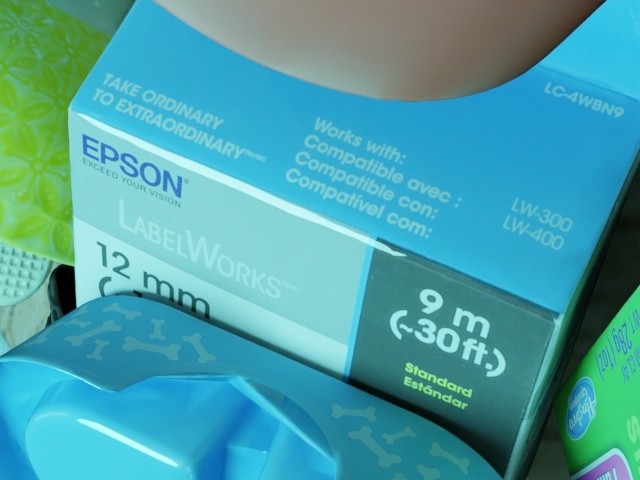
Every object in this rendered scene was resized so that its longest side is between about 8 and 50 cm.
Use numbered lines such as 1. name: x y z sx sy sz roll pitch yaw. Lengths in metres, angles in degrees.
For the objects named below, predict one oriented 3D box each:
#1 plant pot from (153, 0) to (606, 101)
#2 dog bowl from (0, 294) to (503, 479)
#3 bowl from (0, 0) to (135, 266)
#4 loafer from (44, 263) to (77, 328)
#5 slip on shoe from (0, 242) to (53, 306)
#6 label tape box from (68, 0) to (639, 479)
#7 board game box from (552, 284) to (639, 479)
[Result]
1. plant pot: 0.056 -0.208 0.340 0.243 0.275 0.275 -32 87 47
2. dog bowl: -0.034 0.125 0.616 0.297 0.074 0.166 22 136 17
3. bowl: -0.208 -0.123 0.814 0.289 0.289 0.156 38 98 32
4. loafer: -0.164 0.063 0.954 0.302 0.109 0.095 177 82 -67
5. slip on shoe: -0.328 -0.088 1.085 0.331 0.123 0.101 56 164 11
6. label tape box: 0.006 -0.001 0.616 0.249 0.115 0.348 23 137 16
7. board game box: 0.176 0.153 0.433 0.242 0.064 0.316 105 160 -59
